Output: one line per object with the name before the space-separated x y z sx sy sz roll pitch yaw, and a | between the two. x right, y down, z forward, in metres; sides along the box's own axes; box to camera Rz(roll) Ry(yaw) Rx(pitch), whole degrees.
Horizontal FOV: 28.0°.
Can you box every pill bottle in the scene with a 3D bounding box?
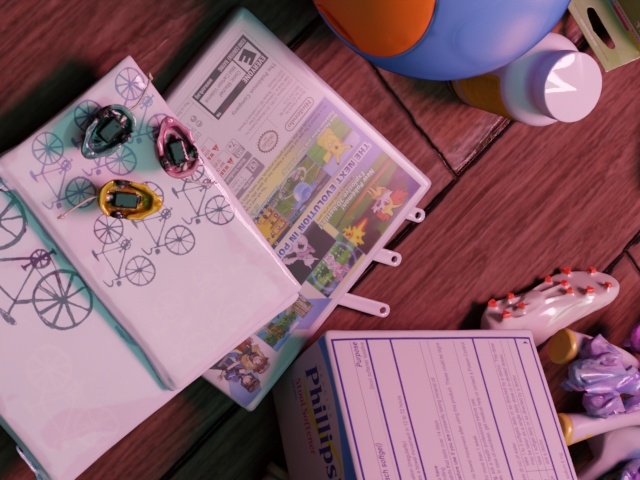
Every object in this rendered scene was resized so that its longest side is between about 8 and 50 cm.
pill bottle | 0.223 -0.183 1.411 0.103 0.184 0.103 -8 109 -24

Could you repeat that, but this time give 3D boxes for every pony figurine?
pony figurine | 0.417 0.203 1.610 0.363 0.303 0.351 9 133 -32

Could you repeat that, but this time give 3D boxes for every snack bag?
snack bag | -0.232 0.041 1.289 0.342 0.037 0.323 -38 112 -10

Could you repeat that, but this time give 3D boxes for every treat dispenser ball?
treat dispenser ball | 0.119 -0.302 1.261 0.288 0.288 0.288 -8 109 -25

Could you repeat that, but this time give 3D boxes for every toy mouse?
toy mouse | -0.176 -0.092 1.248 0.161 0.031 0.143 0 99 -23

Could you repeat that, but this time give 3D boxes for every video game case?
video game case | -0.083 -0.028 1.374 0.300 0.036 0.329 41 85 -24

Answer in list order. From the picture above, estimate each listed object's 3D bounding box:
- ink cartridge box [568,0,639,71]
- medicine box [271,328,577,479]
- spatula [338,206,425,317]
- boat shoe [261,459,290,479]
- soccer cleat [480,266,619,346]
ink cartridge box | 0.404 -0.291 1.513 0.209 0.062 0.109 -24 80 -18
medicine box | 0.122 0.247 1.433 0.289 0.149 0.264 1 61 -28
spatula | 0.000 0.000 1.454 0.242 0.019 0.168 18 92 -32
boat shoe | 0.028 0.371 1.525 0.302 0.113 0.103 41 84 -28
soccer cleat | 0.284 0.089 1.601 0.196 0.068 0.076 -17 127 -20
